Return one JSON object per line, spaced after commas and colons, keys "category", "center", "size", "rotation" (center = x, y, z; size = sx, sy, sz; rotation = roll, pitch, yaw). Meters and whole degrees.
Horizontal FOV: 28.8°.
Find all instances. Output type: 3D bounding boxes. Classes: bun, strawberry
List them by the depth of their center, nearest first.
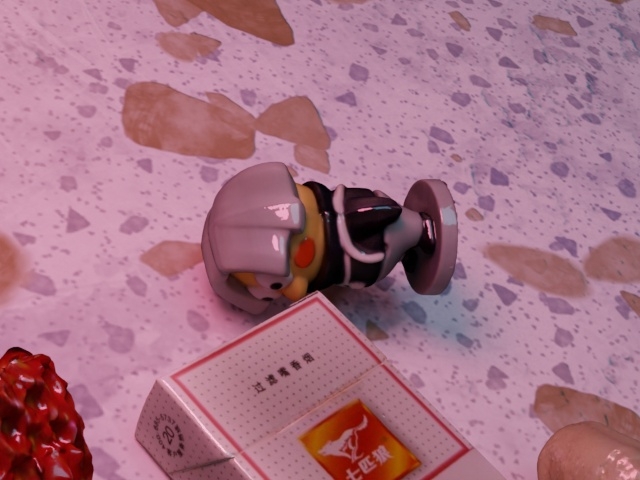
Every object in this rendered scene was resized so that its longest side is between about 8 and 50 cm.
{"category": "strawberry", "center": [-0.259, 0.192, 0.914], "size": [0.234, 0.234, 0.178], "rotation": [-38, 102, -46]}
{"category": "bun", "center": [0.269, 0.255, 1.088], "size": [0.222, 0.222, 0.127], "rotation": [32, 78, 5]}

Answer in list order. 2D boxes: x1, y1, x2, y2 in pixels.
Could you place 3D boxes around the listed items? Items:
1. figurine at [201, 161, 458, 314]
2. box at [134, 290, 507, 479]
{"category": "figurine", "center": [0.000, 0.000, 1.227], "size": [0.236, 0.176, 0.133], "rotation": [0, 65, -18]}
{"category": "box", "center": [0.025, 0.215, 1.069], "size": [0.330, 0.095, 0.210], "rotation": [44, 43, 20]}
